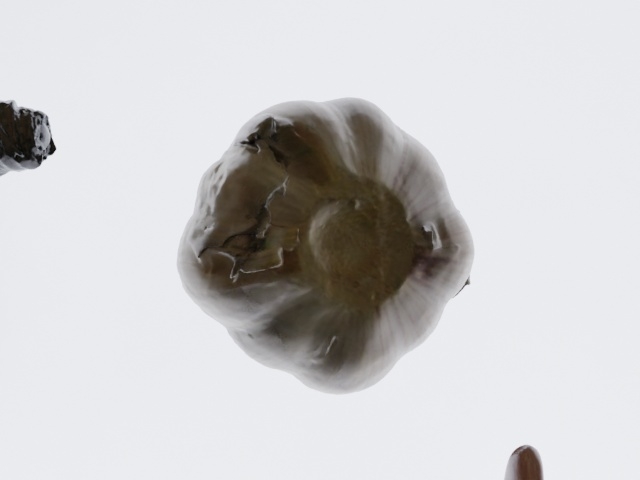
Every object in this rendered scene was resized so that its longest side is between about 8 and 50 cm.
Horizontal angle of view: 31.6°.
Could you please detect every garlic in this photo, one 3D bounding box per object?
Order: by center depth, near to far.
[{"bbox_3d":[0.008,0.001,1.200,0.322,0.322,0.241,-32,-145,1],"label":"garlic"}]

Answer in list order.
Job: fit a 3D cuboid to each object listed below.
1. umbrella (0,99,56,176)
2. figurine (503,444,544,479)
[{"bbox_3d":[-0.451,-0.110,1.230,0.326,0.090,0.094,0,-81,9],"label":"umbrella"},{"bbox_3d":[0.186,0.368,0.805,0.193,0.154,0.421,7,-118,-20],"label":"figurine"}]
